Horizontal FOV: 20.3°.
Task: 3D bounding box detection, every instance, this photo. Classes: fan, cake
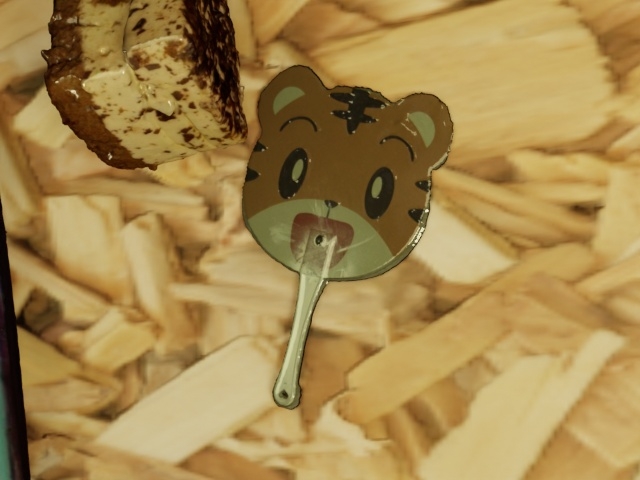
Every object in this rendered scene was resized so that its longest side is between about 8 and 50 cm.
[{"bbox_3d":[0.000,0.000,1.181,0.152,0.008,0.227,13,87,29],"label":"fan"},{"bbox_3d":[-0.114,-0.163,1.254,0.112,0.135,0.246,-14,46,14],"label":"cake"}]

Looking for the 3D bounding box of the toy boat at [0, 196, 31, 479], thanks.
[{"bbox_3d":[-0.256,0.056,1.257,0.079,0.136,0.392,-9,71,-3],"label":"toy boat"}]
